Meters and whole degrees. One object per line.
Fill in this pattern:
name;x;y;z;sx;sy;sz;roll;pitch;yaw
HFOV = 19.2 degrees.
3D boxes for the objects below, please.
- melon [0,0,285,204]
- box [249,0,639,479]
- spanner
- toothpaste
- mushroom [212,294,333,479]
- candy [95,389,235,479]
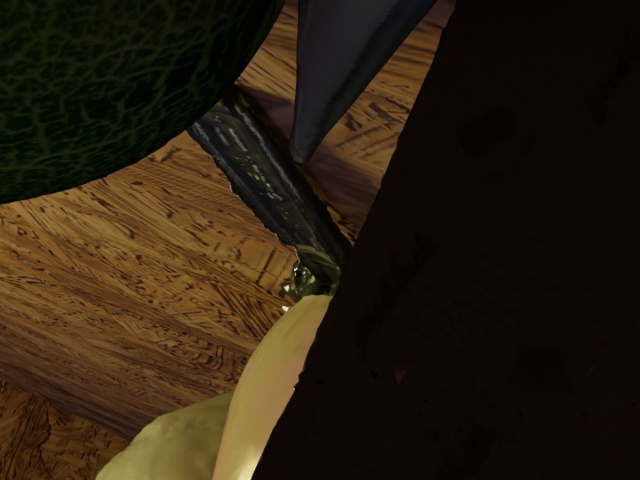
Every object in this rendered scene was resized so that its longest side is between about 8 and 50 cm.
melon;-0.101;-0.062;0.507;0.169;0.129;0.265;20;168;2
box;0.146;0.071;0.472;0.297;0.190;0.225;20;168;10
spanner;0.000;0.000;0.850;0.093;0.026;0.325;18;167;21
toothpaste;0.020;-0.072;0.383;0.037;0.067;0.255;5;169;-10
mushroom;0.000;0.142;0.881;0.162;0.173;0.236;29;148;24
candy;0.062;0.234;1.108;0.386;0.186;0.427;3;-145;-32
